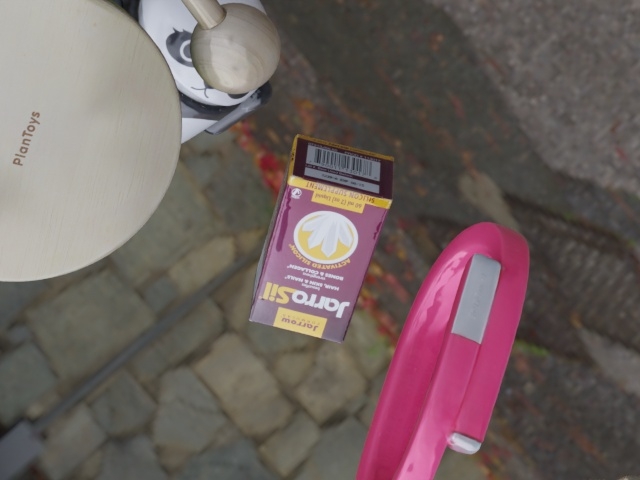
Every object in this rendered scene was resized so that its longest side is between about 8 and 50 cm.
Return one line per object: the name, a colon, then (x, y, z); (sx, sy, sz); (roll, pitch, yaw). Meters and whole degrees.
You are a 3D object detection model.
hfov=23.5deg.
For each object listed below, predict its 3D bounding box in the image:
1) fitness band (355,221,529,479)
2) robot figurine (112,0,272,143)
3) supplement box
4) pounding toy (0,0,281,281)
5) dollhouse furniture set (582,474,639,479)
fitness band: (0.100, 0.116, 1.293); (0.054, 0.291, 0.209); (23, 157, -6)
robot figurine: (-0.178, -0.185, 1.668); (0.278, 0.209, 0.173); (-29, 90, 36)
supplement box: (0.000, 0.000, 1.542); (0.104, 0.081, 0.188); (14, 126, -5)
pounding toy: (-0.160, -0.098, 0.894); (0.183, 0.237, 0.110); (45, -173, -30)
dollhouse furniture set: (0.217, 0.345, 1.395); (0.161, 0.242, 0.212); (-35, 63, 35)
